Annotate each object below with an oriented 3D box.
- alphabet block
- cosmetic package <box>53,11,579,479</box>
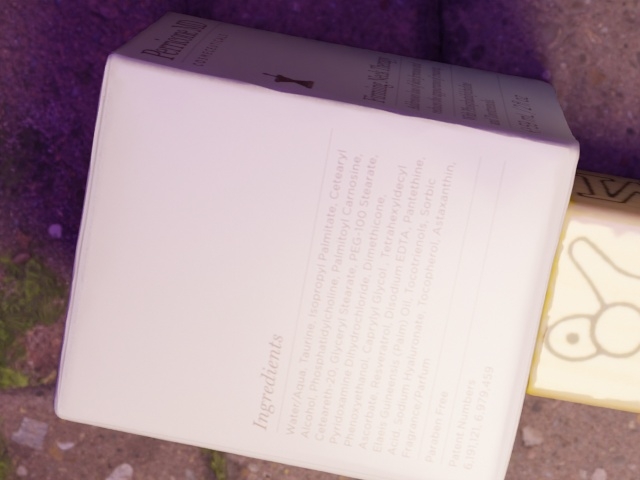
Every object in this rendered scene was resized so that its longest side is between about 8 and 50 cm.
[{"bbox_3d":[0.303,0.049,1.514,0.197,0.193,0.192,11,103,2],"label":"alphabet block"},{"bbox_3d":[0.000,0.000,1.454,0.394,0.329,0.327,11,105,1],"label":"cosmetic package"}]
